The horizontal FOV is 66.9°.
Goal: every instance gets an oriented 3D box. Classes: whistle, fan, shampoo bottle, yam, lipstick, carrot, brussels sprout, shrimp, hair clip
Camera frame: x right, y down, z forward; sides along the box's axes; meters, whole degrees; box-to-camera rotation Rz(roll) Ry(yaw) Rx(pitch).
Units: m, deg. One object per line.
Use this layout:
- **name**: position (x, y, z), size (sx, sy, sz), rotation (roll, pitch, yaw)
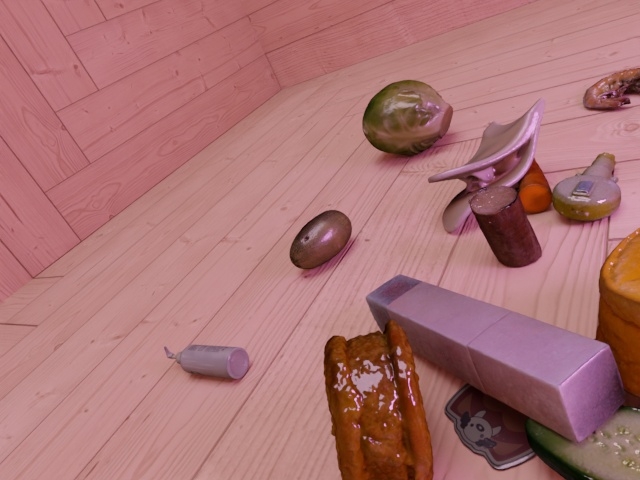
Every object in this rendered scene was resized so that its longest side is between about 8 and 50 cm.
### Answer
- **whistle**: position (0.479, -0.103, 0.850), size (0.104, 0.057, 0.198), rotation (14, 44, 38)
- **fan**: position (0.260, 0.181, 0.587), size (0.220, 0.009, 0.132), rotation (-32, 29, -8)
- **shampoo bottle**: position (-0.219, 0.221, 0.901), size (0.195, 0.056, 0.056), rotation (-6, 32, 37)
- **yam**: position (0.302, -0.022, 0.791), size (0.084, 0.127, 0.084), rotation (-25, 26, 13)
- **lipstick**: position (0.185, 0.123, 0.622), size (0.080, 0.076, 0.371), rotation (-31, 17, -17)
- **carrot**: position (0.415, -0.128, 0.960), size (0.061, 0.061, 0.209), rotation (-13, 26, 25)
- **brussels sprout**: position (0.238, -0.343, 1.359), size (0.244, 0.244, 0.244), rotation (-21, 26, 11)
- **shrimp**: position (0.711, -0.340, 1.096), size (0.143, 0.052, 0.251), rotation (-41, 20, -5)
- **hair clip**: position (0.331, -0.144, 0.974), size (0.282, 0.113, 0.172), rotation (-39, 7, -13)

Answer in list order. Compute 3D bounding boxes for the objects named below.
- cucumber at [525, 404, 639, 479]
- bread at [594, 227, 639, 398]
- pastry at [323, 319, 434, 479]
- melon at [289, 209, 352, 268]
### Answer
- **cucumber**: position (0.307, 0.209, 0.428), size (0.115, 0.063, 0.244), rotation (-34, 24, -30)
- **bread**: position (0.405, 0.066, 0.504), size (0.270, 0.142, 0.195), rotation (-27, 23, -28)
- **pastry**: position (0.062, 0.190, 0.552), size (0.103, 0.188, 0.189), rotation (-11, 27, 3)
- **melon**: position (0.000, 0.000, 1.058), size (0.162, 0.099, 0.099), rotation (-43, 30, -20)
